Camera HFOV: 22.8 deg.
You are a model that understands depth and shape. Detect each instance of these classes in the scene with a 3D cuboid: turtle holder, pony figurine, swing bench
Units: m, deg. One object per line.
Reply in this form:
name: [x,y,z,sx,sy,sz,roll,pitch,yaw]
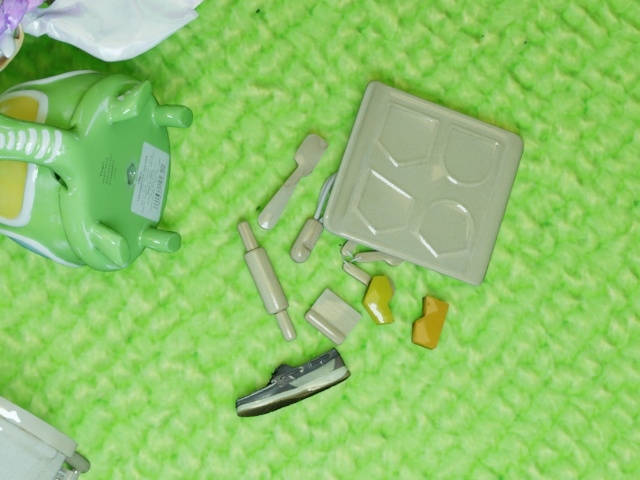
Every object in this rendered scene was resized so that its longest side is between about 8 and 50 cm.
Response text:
turtle holder: [-0.309,-0.076,1.868,0.228,0.320,0.243,8,114,18]
pony figurine: [-0.350,-0.303,1.876,0.351,0.363,0.303,-46,113,-14]
swing bench: [-0.395,0.311,1.788,0.165,0.254,0.253,28,76,1]

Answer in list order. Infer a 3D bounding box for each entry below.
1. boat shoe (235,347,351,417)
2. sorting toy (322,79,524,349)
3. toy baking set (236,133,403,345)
boat shoe: [-0.039,0.176,1.962,0.152,0.056,0.049,-18,74,-19]
sorting toy: [0.118,-0.029,2.024,0.229,0.041,0.307,21,76,-10]
toy baking set: [-0.005,0.004,2.016,0.197,0.030,0.256,-27,87,-17]
